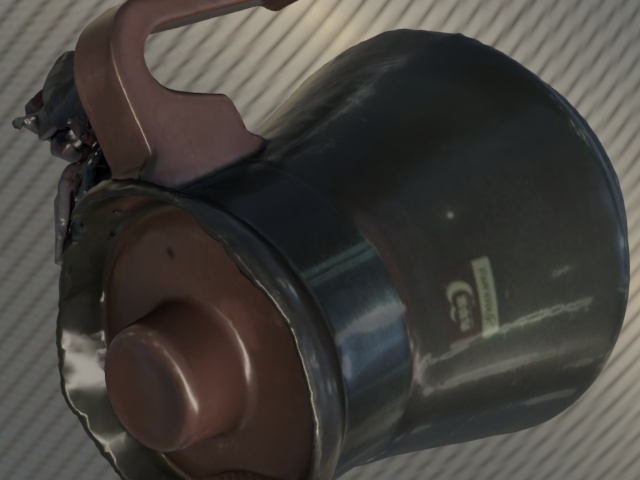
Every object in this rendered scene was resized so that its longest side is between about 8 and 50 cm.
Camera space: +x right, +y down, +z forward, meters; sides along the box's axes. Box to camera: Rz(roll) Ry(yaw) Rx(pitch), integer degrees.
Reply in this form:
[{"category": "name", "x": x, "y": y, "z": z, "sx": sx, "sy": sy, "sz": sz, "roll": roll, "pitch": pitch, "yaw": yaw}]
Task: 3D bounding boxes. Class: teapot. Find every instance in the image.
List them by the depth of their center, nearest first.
[{"category": "teapot", "x": 0.000, "y": 0.000, "z": 1.047, "sx": 0.361, "sy": 0.305, "sz": 0.376, "roll": -26, "pitch": 96, "yaw": -46}]

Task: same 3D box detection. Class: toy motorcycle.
[{"category": "toy motorcycle", "x": -0.177, "y": -0.070, "z": 1.170, "sx": 0.082, "sy": 0.213, "sz": 0.122, "roll": 22, "pitch": 136, "yaw": -31}]
